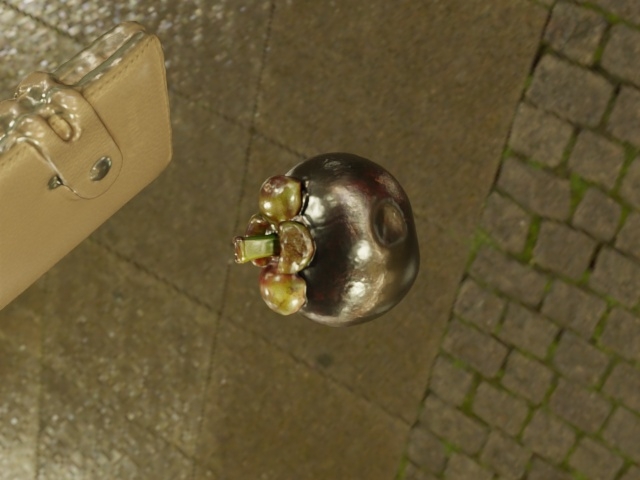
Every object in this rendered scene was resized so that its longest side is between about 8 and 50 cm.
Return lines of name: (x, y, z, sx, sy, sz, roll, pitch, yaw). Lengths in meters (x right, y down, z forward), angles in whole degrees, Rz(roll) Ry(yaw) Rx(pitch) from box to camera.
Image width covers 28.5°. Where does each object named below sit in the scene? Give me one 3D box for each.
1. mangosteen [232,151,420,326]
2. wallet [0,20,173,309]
mangosteen: (0.000, 0.000, 0.978, 0.137, 0.151, 0.137, 10, 102, 60)
wallet: (-0.129, -0.028, 0.597, 0.038, 0.152, 0.118, 38, 154, 21)
